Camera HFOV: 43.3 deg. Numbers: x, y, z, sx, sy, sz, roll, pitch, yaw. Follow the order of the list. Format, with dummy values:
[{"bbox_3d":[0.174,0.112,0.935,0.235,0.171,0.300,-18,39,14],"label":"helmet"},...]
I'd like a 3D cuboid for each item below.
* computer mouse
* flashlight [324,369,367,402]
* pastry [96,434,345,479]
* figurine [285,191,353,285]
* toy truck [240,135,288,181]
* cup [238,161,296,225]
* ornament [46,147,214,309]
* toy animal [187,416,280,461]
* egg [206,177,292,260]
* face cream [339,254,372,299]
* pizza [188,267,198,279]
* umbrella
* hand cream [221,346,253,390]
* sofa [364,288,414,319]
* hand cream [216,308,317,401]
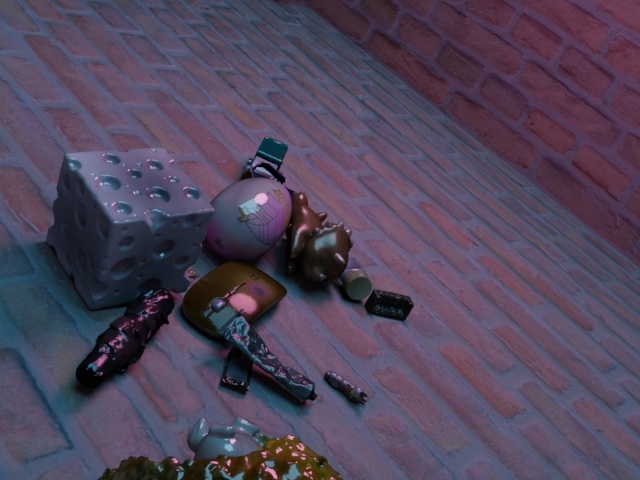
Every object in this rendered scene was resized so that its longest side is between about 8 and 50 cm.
[{"bbox_3d":[-0.190,0.127,1.860,0.158,0.071,0.310,33,29,13],"label":"computer mouse"},{"bbox_3d":[0.055,0.326,1.789,0.110,0.052,0.031,30,63,17],"label":"flashlight"},{"bbox_3d":[-0.138,0.462,1.107,0.405,0.292,0.337,-5,64,-10],"label":"pastry"},{"bbox_3d":[0.000,0.006,2.113,0.173,0.177,0.247,5,28,-7],"label":"figurine"},{"bbox_3d":[-0.166,-0.218,2.404,0.114,0.124,0.253,24,26,-4],"label":"toy truck"},{"bbox_3d":[-0.147,-0.127,2.237,0.155,0.131,0.176,21,68,-25],"label":"cup"},{"bbox_3d":[-0.411,-0.033,1.723,0.239,0.239,0.239,-9,46,-40],"label":"ornament"},{"bbox_3d":[-0.084,0.429,1.378,0.325,0.154,0.208,41,1,-21],"label":"toy animal"},{"bbox_3d":[-0.174,-0.058,2.036,0.196,0.196,0.271,42,45,23],"label":"egg"},{"bbox_3d":[0.076,0.081,2.199,0.114,0.070,0.224,14,19,-22],"label":"face cream"},{"bbox_3d":[-0.349,0.071,1.860,0.100,0.029,0.099,39,38,24],"label":"pizza"},{"bbox_3d":[-0.374,0.186,1.577,0.094,0.090,0.326,31,28,-1],"label":"umbrella"},{"bbox_3d":[-0.169,0.256,1.707,0.062,0.039,0.163,25,34,-10],"label":"hand cream"},{"bbox_3d":[0.183,0.170,2.130,0.118,0.060,0.039,14,28,-25],"label":"sofa"},{"bbox_3d":[-0.102,0.250,1.700,0.248,0.052,0.075,44,29,1],"label":"hand cream"}]
